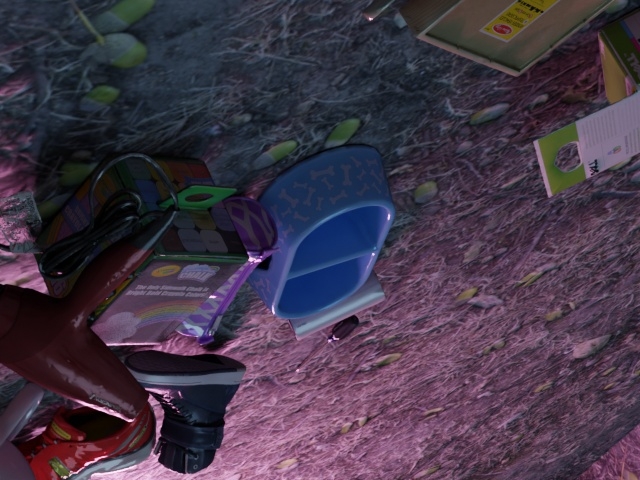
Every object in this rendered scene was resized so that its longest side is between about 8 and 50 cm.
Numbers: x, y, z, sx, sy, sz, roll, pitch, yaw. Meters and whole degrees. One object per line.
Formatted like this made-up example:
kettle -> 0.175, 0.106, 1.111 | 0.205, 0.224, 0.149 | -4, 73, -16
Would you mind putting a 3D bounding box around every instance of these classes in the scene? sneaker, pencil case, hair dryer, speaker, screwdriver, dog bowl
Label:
sneaker -> -0.198, 0.233, 1.860 | 0.226, 0.086, 0.163 | 12, 101, -55
pencil case -> -0.121, 0.037, 1.618 | 0.086, 0.088, 0.206 | -12, 152, -35
hair dryer -> -0.230, 0.060, 1.327 | 0.224, 0.080, 0.293 | -3, 124, 12
speaker -> 0.019, 0.084, 1.899 | 0.136, 0.055, 0.055 | -25, 156, -5
screwdriver -> 0.005, 0.154, 2.083 | 0.024, 0.025, 0.170 | -7, 158, -40
sneaker -> -0.358, 0.277, 1.882 | 0.279, 0.107, 0.118 | -25, 142, -17
dog bowl -> 0.000, 0.000, 1.685 | 0.166, 0.074, 0.297 | -17, 154, -21

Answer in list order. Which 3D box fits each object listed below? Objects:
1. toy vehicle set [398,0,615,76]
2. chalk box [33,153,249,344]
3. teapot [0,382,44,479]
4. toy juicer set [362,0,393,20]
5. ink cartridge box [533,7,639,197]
toy vehicle set -> 0.205, -0.246, 1.404 | 0.166, 0.035, 0.267 | -37, 161, 22
chalk box -> -0.175, -0.003, 1.431 | 0.132, 0.132, 0.213 | 4, 141, -48
teapot -> -0.453, 0.322, 1.734 | 0.256, 0.252, 0.187 | -10, -172, 5
toy juicer set -> 0.134, -0.332, 1.162 | 0.209, 0.089, 0.329 | -40, 175, -23
ink cartridge box -> 0.360, -0.177, 1.672 | 0.255, 0.097, 0.189 | -27, 157, 4
